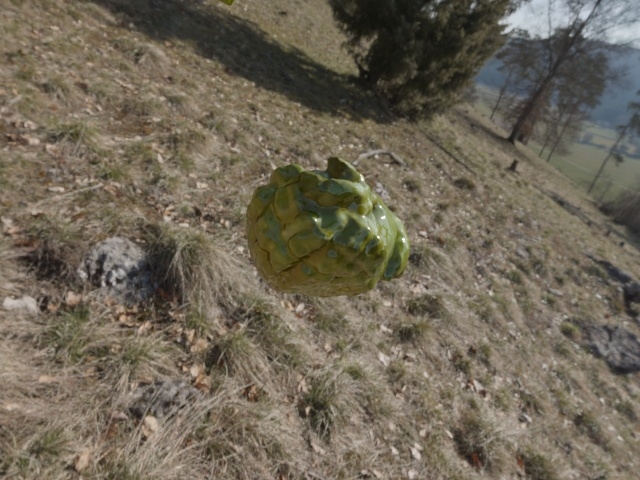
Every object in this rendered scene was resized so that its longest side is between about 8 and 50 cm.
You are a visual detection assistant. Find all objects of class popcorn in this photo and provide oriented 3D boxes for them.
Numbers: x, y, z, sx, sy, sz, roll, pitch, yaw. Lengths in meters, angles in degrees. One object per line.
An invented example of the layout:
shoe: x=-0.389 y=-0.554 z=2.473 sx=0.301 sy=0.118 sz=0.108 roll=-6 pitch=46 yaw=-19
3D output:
popcorn: x=0.000 y=0.000 z=0.616 sx=0.226 sy=0.173 sz=0.286 roll=-13 pitch=-19 yaw=23

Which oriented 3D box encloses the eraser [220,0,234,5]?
eraser: x=-0.090 y=-0.250 z=0.311 sx=0.045 sy=0.097 sz=0.122 roll=6 pitch=32 yaw=-43
